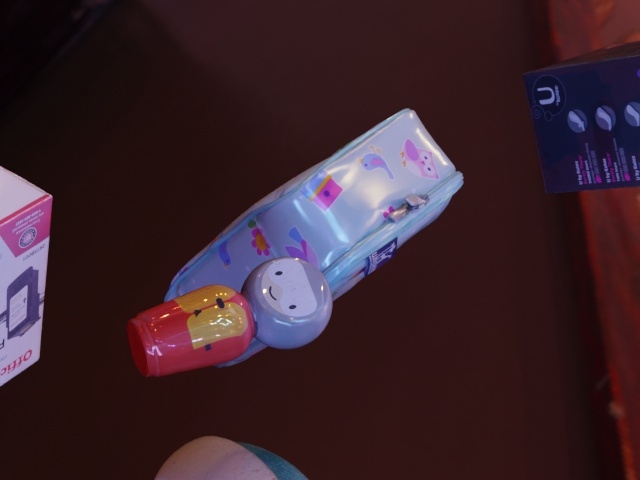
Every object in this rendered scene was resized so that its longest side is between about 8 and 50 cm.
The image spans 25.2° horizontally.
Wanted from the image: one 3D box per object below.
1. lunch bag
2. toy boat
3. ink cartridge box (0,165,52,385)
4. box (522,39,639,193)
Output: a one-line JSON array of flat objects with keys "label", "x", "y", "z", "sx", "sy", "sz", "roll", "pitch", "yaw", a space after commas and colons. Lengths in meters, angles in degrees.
[{"label": "lunch bag", "x": 0.000, "y": 0.000, "z": 1.325, "sx": 0.108, "sy": 0.224, "sz": 0.279, "roll": 55, "pitch": -41, "yaw": 3}, {"label": "toy boat", "x": -0.039, "y": 0.176, "z": 1.049, "sx": 0.267, "sy": 0.148, "sz": 0.318, "roll": 21, "pitch": -56, "yaw": 62}, {"label": "ink cartridge box", "x": -0.389, "y": 0.060, "z": 1.559, "sx": 0.100, "sy": 0.237, "sz": 0.172, "roll": 28, "pitch": 38, "yaw": 21}, {"label": "box", "x": 0.377, "y": -0.143, "z": 1.520, "sx": 0.270, "sy": 0.165, "sz": 0.143, "roll": -3, "pitch": -76, "yaw": 48}]
